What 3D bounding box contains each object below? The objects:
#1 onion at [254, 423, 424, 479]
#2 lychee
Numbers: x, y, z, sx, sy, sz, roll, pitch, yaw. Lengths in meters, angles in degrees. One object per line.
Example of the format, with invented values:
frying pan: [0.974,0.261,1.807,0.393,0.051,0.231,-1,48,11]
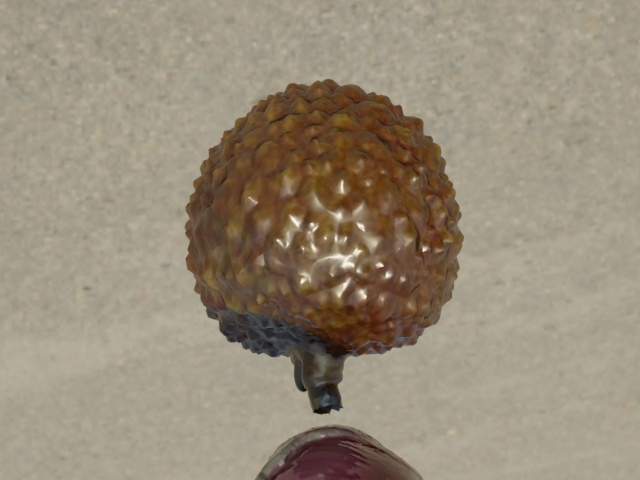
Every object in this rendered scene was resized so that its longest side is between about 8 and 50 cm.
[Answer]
onion: [0.044,0.221,0.720,0.163,0.230,0.230,-23,151,9]
lychee: [0.000,0.000,0.787,0.200,0.238,0.200,3,157,1]
